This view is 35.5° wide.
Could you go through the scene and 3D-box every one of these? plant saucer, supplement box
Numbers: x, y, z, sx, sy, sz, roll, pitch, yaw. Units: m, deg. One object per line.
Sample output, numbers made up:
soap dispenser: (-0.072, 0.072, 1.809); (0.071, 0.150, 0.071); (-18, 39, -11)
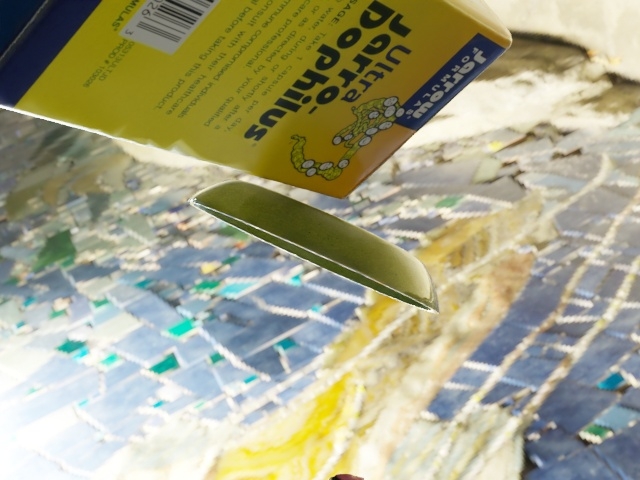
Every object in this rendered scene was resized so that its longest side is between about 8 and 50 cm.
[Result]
plant saucer: (0.000, 0.000, 0.876); (0.241, 0.037, 0.241); (25, 177, 1)
supplement box: (-0.063, -0.185, 0.686); (0.356, 0.195, 0.194); (12, -138, -52)

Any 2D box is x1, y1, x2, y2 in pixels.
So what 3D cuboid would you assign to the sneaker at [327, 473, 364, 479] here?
sneaker: (0.046, 0.245, 0.690); (0.178, 0.077, 0.072); (50, -159, -9)
